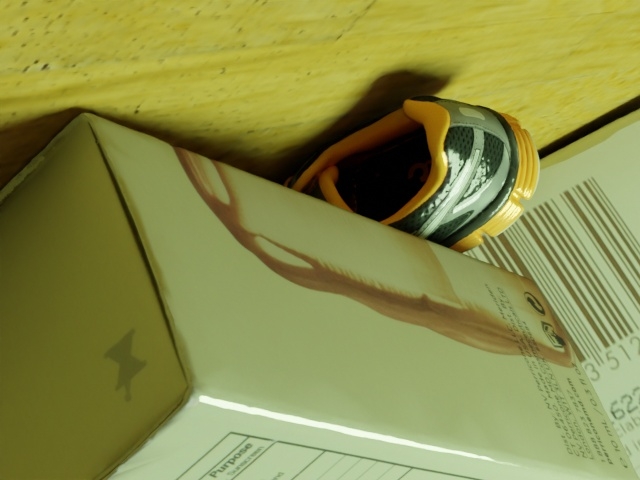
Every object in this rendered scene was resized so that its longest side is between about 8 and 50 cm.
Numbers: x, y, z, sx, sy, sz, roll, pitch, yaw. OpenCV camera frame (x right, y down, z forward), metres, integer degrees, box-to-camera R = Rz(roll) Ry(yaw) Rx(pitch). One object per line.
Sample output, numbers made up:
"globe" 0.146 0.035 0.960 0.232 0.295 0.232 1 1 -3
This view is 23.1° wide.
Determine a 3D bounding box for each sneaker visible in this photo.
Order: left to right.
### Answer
"sneaker" 0.000 0.000 0.752 0.215 0.084 0.083 -40 152 14

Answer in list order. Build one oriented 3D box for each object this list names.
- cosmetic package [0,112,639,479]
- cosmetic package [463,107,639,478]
"cosmetic package" -0.017 0.075 0.649 0.153 0.129 0.296 -40 146 23
"cosmetic package" 0.154 0.165 1.126 0.329 0.327 0.394 -28 167 -18
